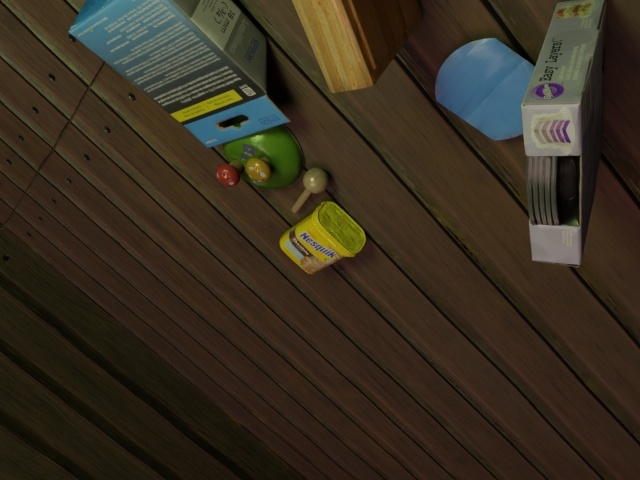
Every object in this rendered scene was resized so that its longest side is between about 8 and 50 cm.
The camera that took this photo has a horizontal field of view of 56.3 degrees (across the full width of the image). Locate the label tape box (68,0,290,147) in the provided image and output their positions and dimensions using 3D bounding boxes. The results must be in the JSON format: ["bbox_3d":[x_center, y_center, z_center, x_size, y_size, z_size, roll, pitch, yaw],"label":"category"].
[{"bbox_3d":[-0.228,-0.326,1.060,0.241,0.105,0.334,-7,145,40],"label":"label tape box"}]

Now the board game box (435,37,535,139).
[{"bbox_3d":[0.260,-0.231,0.896,0.169,0.033,0.133,32,138,-7],"label":"board game box"}]

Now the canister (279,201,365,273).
[{"bbox_3d":[0.000,0.000,1.303,0.126,0.073,0.170,43,143,-12],"label":"canister"}]

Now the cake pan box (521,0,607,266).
[{"bbox_3d":[0.318,-0.136,0.765,0.070,0.266,0.245,4,137,29],"label":"cake pan box"}]

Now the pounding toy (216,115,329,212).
[{"bbox_3d":[-0.118,-0.137,1.205,0.237,0.110,0.183,40,142,-9],"label":"pounding toy"}]

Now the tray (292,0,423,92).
[{"bbox_3d":[0.008,-0.416,0.729,0.076,0.202,0.410,-1,132,35],"label":"tray"}]
